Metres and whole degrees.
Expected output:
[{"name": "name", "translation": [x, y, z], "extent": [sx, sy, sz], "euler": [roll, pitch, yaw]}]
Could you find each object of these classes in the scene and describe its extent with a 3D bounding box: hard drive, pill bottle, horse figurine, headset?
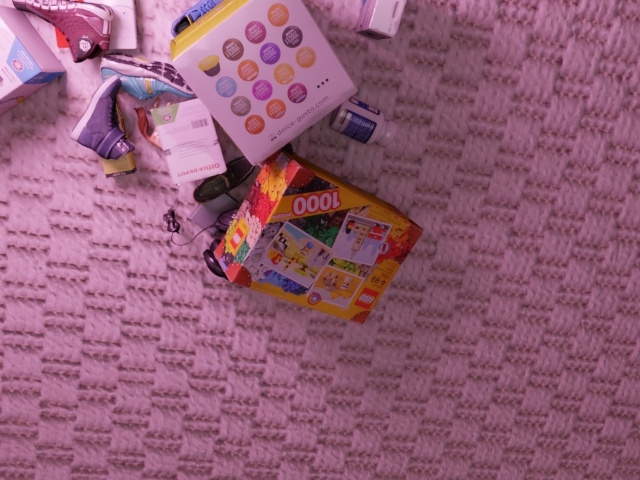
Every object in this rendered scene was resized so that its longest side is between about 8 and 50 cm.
[{"name": "hard drive", "translation": [-0.339, -0.097, 1.774], "extent": [0.094, 0.022, 0.135], "euler": [37, 100, -16]}, {"name": "pill bottle", "translation": [0.131, -0.357, 1.699], "extent": [0.186, 0.112, 0.112], "euler": [22, 104, -13]}, {"name": "horse figurine", "translation": [-0.430, -0.320, 1.671], "extent": [0.263, 0.066, 0.175], "euler": [13, 100, -13]}, {"name": "headset", "translation": [-0.292, -0.006, 1.752], "extent": [0.394, 0.185, 0.243], "euler": [14, 108, -33]}]

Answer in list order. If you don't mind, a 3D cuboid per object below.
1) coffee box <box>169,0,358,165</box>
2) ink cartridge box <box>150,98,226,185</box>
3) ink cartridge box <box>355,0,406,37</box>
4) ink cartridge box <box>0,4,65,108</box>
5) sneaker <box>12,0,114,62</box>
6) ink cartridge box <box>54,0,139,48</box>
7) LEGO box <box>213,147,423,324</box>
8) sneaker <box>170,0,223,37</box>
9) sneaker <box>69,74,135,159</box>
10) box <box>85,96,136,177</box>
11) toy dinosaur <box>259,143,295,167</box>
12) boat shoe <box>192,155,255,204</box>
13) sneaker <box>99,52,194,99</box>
[{"name": "coffee box", "translation": [-0.165, -0.467, 1.481], "extent": [0.337, 0.338, 0.334], "euler": [-36, 120, 4]}, {"name": "ink cartridge box", "translation": [-0.377, -0.282, 1.606], "extent": [0.160, 0.092, 0.219], "euler": [-16, 99, -12]}, {"name": "ink cartridge box", "translation": [0.172, -0.647, 1.569], "extent": [0.082, 0.191, 0.140], "euler": [14, 105, -11]}, {"name": "ink cartridge box", "translation": [-0.886, -0.466, 1.500], "extent": [0.270, 0.197, 0.198], "euler": [-33, 108, 5]}, {"name": "sneaker", "translation": [-0.703, -0.572, 1.519], "extent": [0.281, 0.106, 0.163], "euler": [11, 113, 8]}, {"name": "ink cartridge box", "translation": [-0.632, -0.632, 1.554], "extent": [0.232, 0.066, 0.189], "euler": [-3, 108, -10]}, {"name": "LEGO box", "translation": [0.000, 0.000, 1.670], "extent": [0.500, 0.193, 0.372], "euler": [22, 105, -35]}, {"name": "sneaker", "translation": [-0.333, -0.638, 1.572], "extent": [0.209, 0.082, 0.069], "euler": [-36, 106, 4]}, {"name": "sneaker", "translation": [-0.576, -0.334, 1.571], "extent": [0.163, 0.086, 0.226], "euler": [35, 106, -9]}, {"name": "box", "translation": [-0.620, -0.308, 1.656], "extent": [0.087, 0.058, 0.232], "euler": [-11, 109, -3]}, {"name": "toy dinosaur", "translation": [-0.115, -0.321, 1.671], "extent": [0.121, 0.160, 0.314], "euler": [15, 95, -24]}, {"name": "boat shoe", "translation": [-0.291, -0.184, 1.709], "extent": [0.223, 0.073, 0.080], "euler": [-35, 103, -8]}, {"name": "sneaker", "translation": [-0.496, -0.460, 1.616], "extent": [0.275, 0.107, 0.110], "euler": [13, 125, -6]}]
